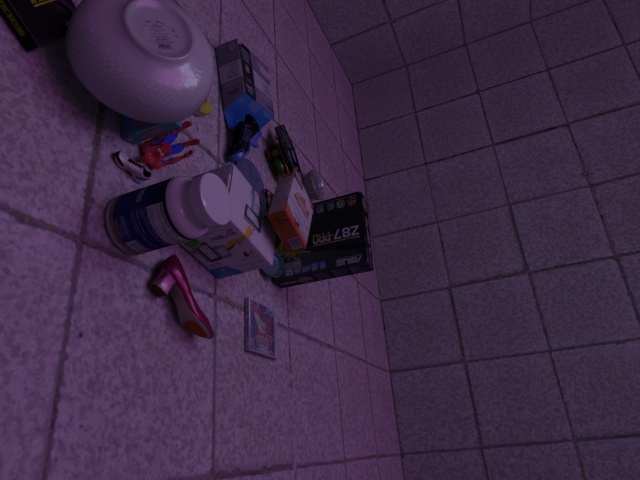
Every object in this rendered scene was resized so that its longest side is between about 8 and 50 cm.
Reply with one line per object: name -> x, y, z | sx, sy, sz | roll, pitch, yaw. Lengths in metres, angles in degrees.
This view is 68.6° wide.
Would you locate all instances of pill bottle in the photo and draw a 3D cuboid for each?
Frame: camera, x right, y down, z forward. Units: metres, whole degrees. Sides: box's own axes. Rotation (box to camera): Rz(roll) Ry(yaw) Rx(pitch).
pill bottle -> -0.355, -0.065, 1.110 | 0.153, 0.265, 0.153 | -14, 90, -71

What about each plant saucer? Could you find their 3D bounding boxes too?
plant saucer -> -0.190, 0.086, 1.785 | 0.119, 0.021, 0.119 | 24, 52, -36

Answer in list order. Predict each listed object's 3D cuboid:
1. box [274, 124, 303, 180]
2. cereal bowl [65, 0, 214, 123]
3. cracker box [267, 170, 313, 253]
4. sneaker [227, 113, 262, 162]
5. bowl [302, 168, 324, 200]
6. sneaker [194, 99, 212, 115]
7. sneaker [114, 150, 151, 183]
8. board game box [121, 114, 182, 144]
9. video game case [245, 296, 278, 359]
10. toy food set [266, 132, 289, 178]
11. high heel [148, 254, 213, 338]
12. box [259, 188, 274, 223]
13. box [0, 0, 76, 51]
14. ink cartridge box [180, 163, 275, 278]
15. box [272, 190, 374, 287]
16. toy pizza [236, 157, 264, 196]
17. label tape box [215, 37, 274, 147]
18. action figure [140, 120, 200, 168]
box -> -0.143, -0.390, 2.101 | 0.220, 0.051, 0.175 | -113, -175, -47
cereal bowl -> -0.399, -0.456, 1.103 | 0.339, 0.141, 0.338 | 17, 61, -33
cracker box -> -0.089, -0.094, 1.487 | 0.232, 0.067, 0.155 | -83, 152, -51
sneaker -> -0.296, -0.381, 1.744 | 0.090, 0.082, 0.232 | 64, 32, -34
bowl -> -0.046, -0.275, 2.397 | 0.170, 0.080, 0.170 | -14, 90, -70
sneaker -> -0.403, -0.479, 1.521 | 0.208, 0.094, 0.081 | 39, 40, -62
sneaker -> -0.476, -0.191, 1.196 | 0.109, 0.044, 0.040 | 50, 34, -49
board game box -> -0.446, -0.374, 1.230 | 0.047, 0.160, 0.210 | 32, 48, -64
video game case -> -0.204, 0.310, 1.641 | 0.201, 0.023, 0.183 | 42, 38, -58
toy food set -> -0.195, -0.356, 2.070 | 0.128, 0.071, 0.217 | -128, -161, -78
high heel -> -0.350, 0.154, 1.257 | 0.244, 0.082, 0.117 | 51, 39, -25
box -> -0.145, -0.093, 1.477 | 0.137, 0.027, 0.093 | 39, 38, -61
box -> -0.623, -0.527, 1.014 | 0.190, 0.045, 0.184 | -76, 145, -53
ink cartridge box -> -0.283, -0.051, 1.400 | 0.270, 0.198, 0.197 | 54, 28, -47
box -> 0.000, 0.000, 1.861 | 0.097, 0.395, 0.318 | 47, 35, -57
toy pizza -> -0.274, -0.217, 1.793 | 0.201, 0.032, 0.201 | -15, 90, -70
label tape box -> -0.289, -0.580, 1.880 | 0.249, 0.115, 0.347 | 20, 56, -67
action figure -> -0.403, -0.280, 1.332 | 0.280, 0.139, 0.091 | -63, 135, -58
